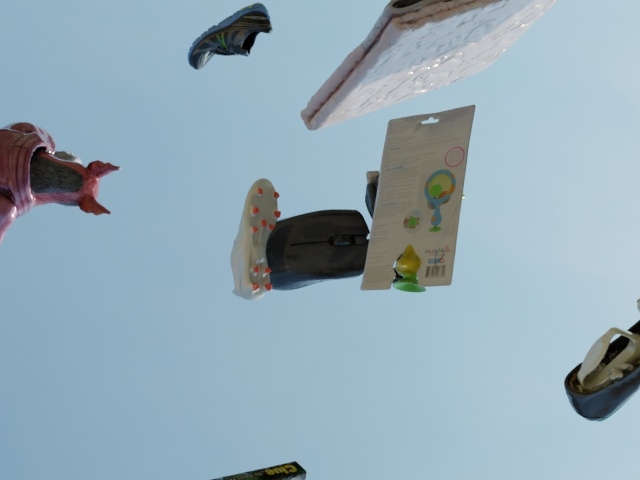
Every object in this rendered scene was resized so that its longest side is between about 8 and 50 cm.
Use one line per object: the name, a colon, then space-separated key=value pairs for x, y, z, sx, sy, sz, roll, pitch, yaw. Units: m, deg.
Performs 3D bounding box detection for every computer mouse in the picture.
computer mouse: x=0.000 y=0.000 z=1.972 sx=0.272 sy=0.072 sz=0.188 roll=-14 pitch=-106 yaw=15

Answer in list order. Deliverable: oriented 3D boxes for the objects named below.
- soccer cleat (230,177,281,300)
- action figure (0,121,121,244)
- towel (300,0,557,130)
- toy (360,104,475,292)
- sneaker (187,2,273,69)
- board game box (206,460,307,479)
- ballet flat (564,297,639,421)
soccer cleat: x=-0.111 y=-0.002 z=1.939 sx=0.068 sy=0.196 sz=0.076 roll=10 pitch=171 yaw=-42
action figure: x=-0.388 y=-0.080 z=1.254 sx=0.370 sy=0.276 sz=0.248 roll=-2 pitch=-132 yaw=9
towel: x=0.163 y=-0.277 z=1.715 sx=0.332 sy=0.317 sz=0.053 roll=-21 pitch=-101 yaw=-28
toy: x=0.133 y=-0.045 z=1.524 sx=0.137 sy=0.056 sz=0.237 roll=-6 pitch=-117 yaw=39
sneaker: x=-0.168 y=-0.363 z=2.228 sx=0.078 sy=0.188 sz=0.067 roll=61 pitch=-156 yaw=-1
board game box: x=-0.099 y=0.364 z=1.306 sx=0.136 sy=0.260 sz=0.030 roll=-4 pitch=-154 yaw=-36
ballet flat: x=0.320 y=0.098 z=1.193 sx=0.074 sy=0.203 sz=0.074 roll=44 pitch=-166 yaw=-14
